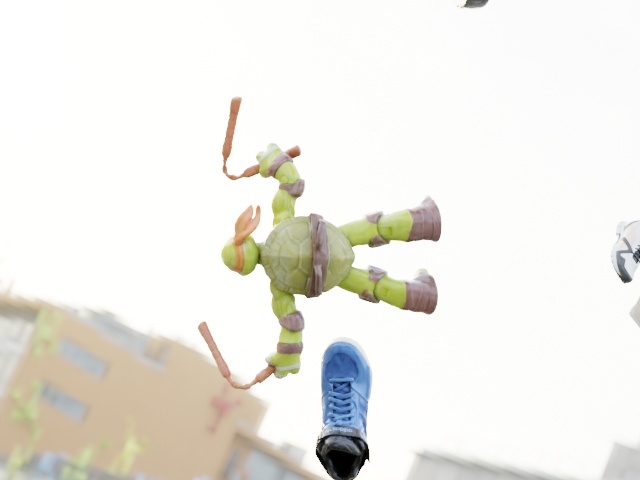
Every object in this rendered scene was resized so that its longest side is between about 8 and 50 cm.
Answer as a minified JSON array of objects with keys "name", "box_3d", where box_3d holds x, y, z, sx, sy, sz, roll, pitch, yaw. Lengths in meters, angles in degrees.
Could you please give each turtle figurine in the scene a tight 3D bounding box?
[{"name":"turtle figurine","box_3d":[0.000,0.000,1.748,0.217,0.269,0.087,0,-5,-15]}]

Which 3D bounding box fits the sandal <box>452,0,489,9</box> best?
[{"name":"sandal","box_3d":[0.093,-0.373,1.832,0.107,0.445,0.167,-4,-45,-5]}]

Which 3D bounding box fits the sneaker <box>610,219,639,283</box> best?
[{"name":"sneaker","box_3d":[0.395,0.010,2.416,0.044,0.109,0.040,-15,-52,28]}]

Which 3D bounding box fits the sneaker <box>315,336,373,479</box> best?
[{"name":"sneaker","box_3d":[0.025,0.183,2.015,0.058,0.152,0.084,2,24,2]}]

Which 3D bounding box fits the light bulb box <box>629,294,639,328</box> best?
[{"name":"light bulb box","box_3d":[0.472,-0.025,1.376,0.225,0.358,0.361,55,-33,27]}]
